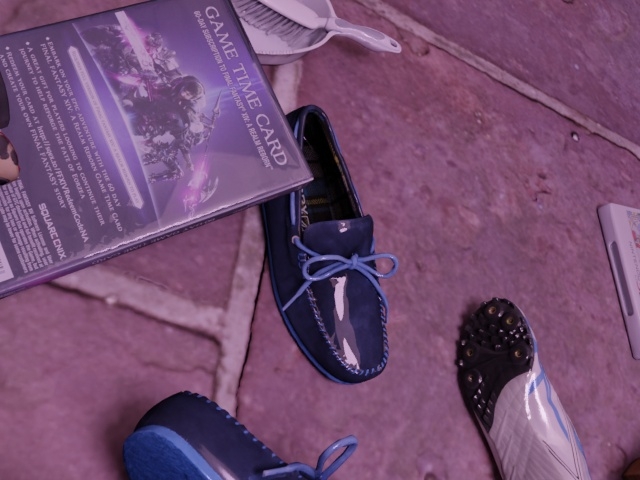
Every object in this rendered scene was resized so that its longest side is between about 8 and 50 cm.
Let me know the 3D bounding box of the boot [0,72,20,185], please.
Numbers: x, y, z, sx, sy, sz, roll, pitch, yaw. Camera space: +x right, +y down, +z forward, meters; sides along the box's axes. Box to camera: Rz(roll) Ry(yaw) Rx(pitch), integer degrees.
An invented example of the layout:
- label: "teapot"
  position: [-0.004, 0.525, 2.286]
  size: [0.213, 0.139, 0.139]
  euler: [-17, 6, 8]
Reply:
- label: "boot"
  position: [-0.311, -0.011, 0.381]
  size: [0.284, 0.138, 0.377]
  euler: [-25, 91, -37]

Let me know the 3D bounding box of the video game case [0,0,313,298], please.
- label: "video game case"
  position: [-0.166, -0.088, 0.551]
  size: [0.274, 0.026, 0.196]
  euler: [-22, 81, -21]

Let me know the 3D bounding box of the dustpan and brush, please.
- label: "dustpan and brush"
  position: [-0.015, -0.232, 0.734]
  size: [0.211, 0.060, 0.147]
  euler: [20, 59, -23]

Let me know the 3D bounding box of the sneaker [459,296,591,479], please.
- label: "sneaker"
  position: [0.202, 0.172, 0.680]
  size: [0.086, 0.085, 0.237]
  euler: [20, 52, -54]

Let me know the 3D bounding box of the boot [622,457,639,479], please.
- label: "boot"
  position: [0.344, 0.279, 0.628]
  size: [0.295, 0.211, 0.104]
  euler: [-39, 91, -37]

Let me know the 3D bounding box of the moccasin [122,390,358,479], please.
- label: "moccasin"
  position: [-0.003, 0.229, 0.506]
  size: [0.342, 0.138, 0.117]
  euler: [55, 47, -17]

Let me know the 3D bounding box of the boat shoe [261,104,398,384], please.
- label: "boat shoe"
  position: [0.000, 0.000, 0.619]
  size: [0.109, 0.089, 0.258]
  euler: [-15, 77, -36]

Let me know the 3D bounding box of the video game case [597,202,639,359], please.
- label: "video game case"
  position: [0.477, 0.061, 0.927]
  size: [0.227, 0.026, 0.206]
  euler: [9, 65, -29]
